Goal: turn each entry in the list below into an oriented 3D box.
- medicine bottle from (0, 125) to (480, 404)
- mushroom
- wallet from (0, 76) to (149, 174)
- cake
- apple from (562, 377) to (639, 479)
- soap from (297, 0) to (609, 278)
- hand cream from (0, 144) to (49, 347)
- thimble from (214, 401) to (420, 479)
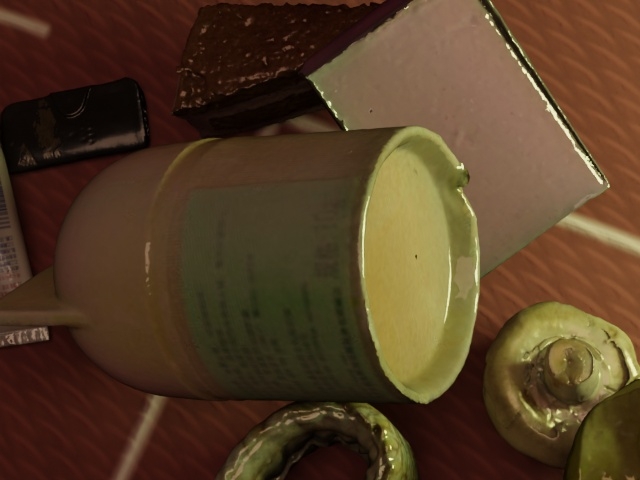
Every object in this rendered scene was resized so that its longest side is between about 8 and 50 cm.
[{"bbox_3d":[-0.086,0.026,1.295,0.406,0.235,0.236,-2,75,30],"label":"medicine bottle"},{"bbox_3d":[0.224,0.131,1.322,0.154,0.122,0.154,0,71,1],"label":"mushroom"},{"bbox_3d":[-0.256,-0.119,1.509,0.156,0.018,0.082,-9,77,7],"label":"wallet"},{"bbox_3d":[-0.004,-0.187,1.435,0.295,0.116,0.113,-11,70,5],"label":"cake"},{"bbox_3d":[0.340,0.225,1.192,0.279,0.279,0.279,-2,76,8],"label":"apple"},{"bbox_3d":[0.126,-0.107,1.352,0.181,0.081,0.259,-37,107,3],"label":"soap"},{"bbox_3d":[-0.352,-0.009,1.476,0.133,0.083,0.248,-7,87,8],"label":"hand cream"},{"bbox_3d":[-0.007,0.223,1.322,0.190,0.143,0.137,-24,75,2],"label":"thimble"}]
